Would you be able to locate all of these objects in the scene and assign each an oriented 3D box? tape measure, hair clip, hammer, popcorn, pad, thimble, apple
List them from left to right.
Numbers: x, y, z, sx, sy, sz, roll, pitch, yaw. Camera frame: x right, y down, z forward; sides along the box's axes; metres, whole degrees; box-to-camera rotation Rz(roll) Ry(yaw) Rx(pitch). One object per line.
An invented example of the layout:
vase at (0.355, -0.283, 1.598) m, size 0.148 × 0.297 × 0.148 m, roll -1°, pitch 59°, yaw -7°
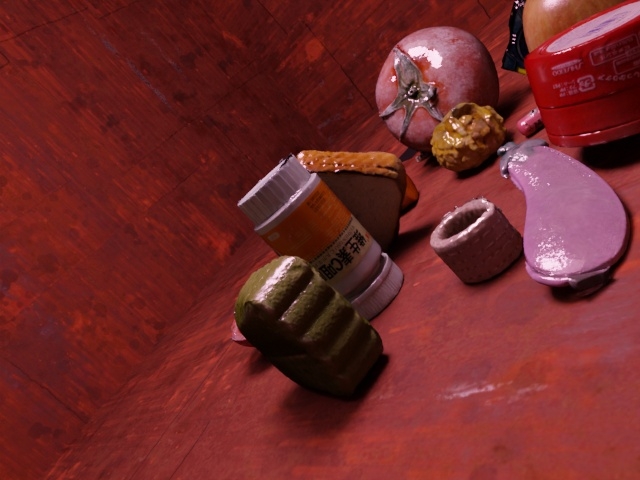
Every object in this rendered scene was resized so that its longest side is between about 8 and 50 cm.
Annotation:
pad at (0.331, -0.329, 1.700) m, size 0.190 × 0.004 × 0.127 m, roll -47°, pitch 13°, yaw -19°
popcorn at (0.333, -0.236, 1.122) m, size 0.174 × 0.142 × 0.173 m, roll -57°, pitch 1°, yaw 1°
thimble at (0.233, 0.000, 0.753) m, size 0.115 × 0.090 × 0.102 m, roll -38°, pitch 14°, yaw 24°
hammer at (0.445, -0.251, 1.023) m, size 0.083 × 0.043 × 0.043 m, roll -36°, pitch 15°, yaw 22°
tape measure at (0.525, -0.463, 1.147) m, size 0.186 × 0.199 × 0.112 m, roll 33°, pitch 61°, yaw 31°
hair clip at (0.328, -0.052, 0.692) m, size 0.359 × 0.110 × 0.096 m, roll -76°, pitch -6°, yaw -60°
apple at (0.507, -0.406, 0.910) m, size 0.257 × 0.234 × 0.257 m, roll -42°, pitch 10°, yaw 9°

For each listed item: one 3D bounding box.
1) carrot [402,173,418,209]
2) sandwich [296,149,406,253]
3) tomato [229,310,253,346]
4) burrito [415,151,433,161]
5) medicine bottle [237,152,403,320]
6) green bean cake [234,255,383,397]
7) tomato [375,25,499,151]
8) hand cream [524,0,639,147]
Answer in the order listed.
carrot at (0.102, -0.083, 1.312) m, size 0.301 × 0.139 × 0.139 m, roll -31°, pitch 18°, yaw 36°
sandwich at (0.064, -0.078, 1.070) m, size 0.251 × 0.226 × 0.087 m, roll 90°, pitch -176°, yaw -48°
tomato at (-0.104, 0.176, 1.164) m, size 0.228 × 0.112 × 0.199 m, roll -34°, pitch 24°, yaw 34°
burrito at (0.345, -0.310, 1.466) m, size 0.229 × 0.063 × 0.058 m, roll -46°, pitch 3°, yaw -19°
medicine bottle at (0.000, 0.000, 0.943) m, size 0.158 × 0.318 × 0.158 m, roll -40°, pitch 12°, yaw 11°
green bean cake at (-0.037, 0.141, 0.826) m, size 0.125 × 0.222 × 0.248 m, roll -51°, pitch 12°, yaw -25°
tomato at (0.301, -0.386, 1.295) m, size 0.282 × 0.317 × 0.316 m, roll -20°, pitch -8°, yaw -47°
hand cream at (0.427, -0.249, 0.729) m, size 0.230 × 0.149 × 0.230 m, roll -25°, pitch 19°, yaw 9°
